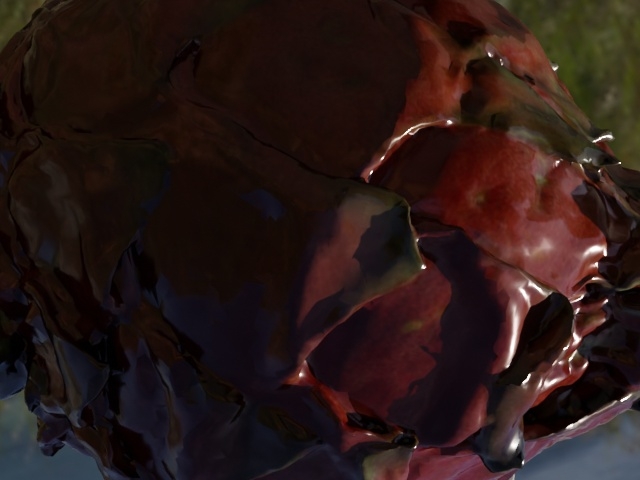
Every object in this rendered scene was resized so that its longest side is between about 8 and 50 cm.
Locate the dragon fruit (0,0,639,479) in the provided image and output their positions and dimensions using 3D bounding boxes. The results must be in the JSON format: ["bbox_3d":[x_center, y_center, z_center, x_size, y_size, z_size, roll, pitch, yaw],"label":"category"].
[{"bbox_3d":[0.000,0.000,0.754,0.298,0.244,0.244,16,157,-8],"label":"dragon fruit"}]

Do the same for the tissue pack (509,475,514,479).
[{"bbox_3d":[-0.014,0.146,0.970,0.124,0.185,0.225,20,172,-20],"label":"tissue pack"}]
